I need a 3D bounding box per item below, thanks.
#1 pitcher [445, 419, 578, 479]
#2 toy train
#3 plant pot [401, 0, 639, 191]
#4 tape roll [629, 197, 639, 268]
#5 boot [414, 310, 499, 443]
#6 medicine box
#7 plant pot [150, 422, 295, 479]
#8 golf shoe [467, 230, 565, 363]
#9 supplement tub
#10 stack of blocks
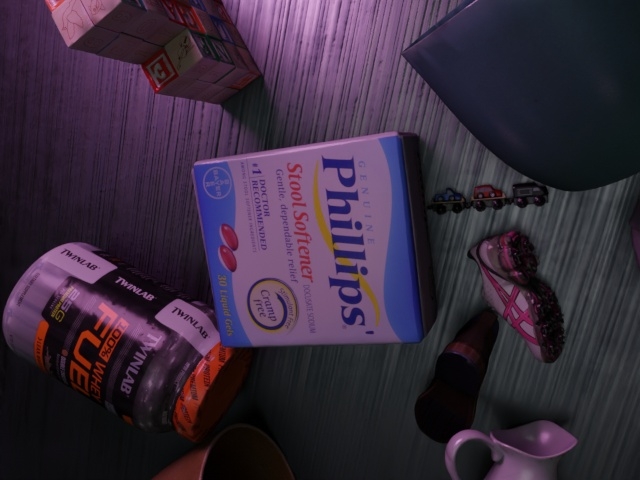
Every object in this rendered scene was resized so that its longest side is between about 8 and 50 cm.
[{"bbox_3d":[0.245,0.354,0.768,0.178,0.125,0.207,5,96,-6],"label":"pitcher"},{"bbox_3d":[0.224,-0.058,0.771,0.158,0.027,0.036,-4,94,19],"label":"toy train"},{"bbox_3d":[0.274,-0.197,0.607,0.293,0.293,0.235,-35,102,20],"label":"plant pot"},{"bbox_3d":[0.516,-0.005,0.642,0.286,0.100,0.286,3,100,18],"label":"tape roll"},{"bbox_3d":[0.198,0.196,0.798,0.082,0.106,0.219,31,139,21],"label":"boot"},{"bbox_3d":[0.000,0.000,0.793,0.289,0.149,0.263,-5,97,20],"label":"medicine box"},{"bbox_3d":[-0.196,0.442,0.886,0.254,0.237,0.237,-28,89,22],"label":"plant pot"},{"bbox_3d":[0.264,0.079,0.767,0.086,0.067,0.186,-20,95,50],"label":"golf shoe"},{"bbox_3d":[-0.290,0.157,0.885,0.338,0.207,0.207,24,105,14],"label":"supplement tub"},{"bbox_3d":[-0.210,-0.284,0.739,0.087,0.297,0.171,-29,88,20],"label":"stack of blocks"}]
